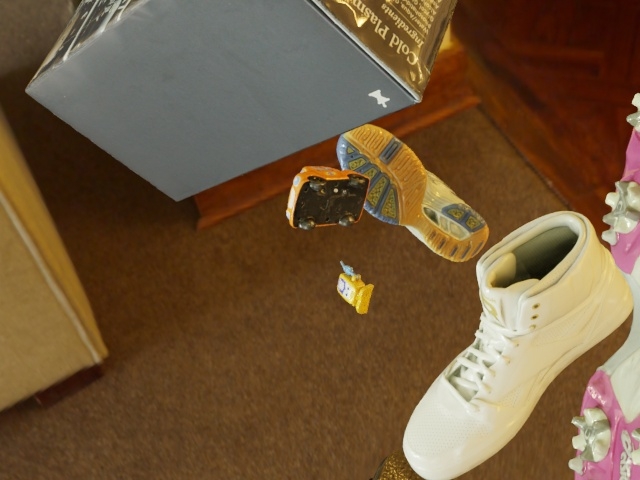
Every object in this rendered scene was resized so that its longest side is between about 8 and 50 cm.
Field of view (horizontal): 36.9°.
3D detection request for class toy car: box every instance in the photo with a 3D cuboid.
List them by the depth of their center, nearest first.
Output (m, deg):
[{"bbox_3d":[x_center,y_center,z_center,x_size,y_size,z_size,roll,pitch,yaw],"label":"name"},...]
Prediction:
[{"bbox_3d":[0.000,0.000,0.633,0.060,0.122,0.040,-23,41,-26],"label":"toy car"}]

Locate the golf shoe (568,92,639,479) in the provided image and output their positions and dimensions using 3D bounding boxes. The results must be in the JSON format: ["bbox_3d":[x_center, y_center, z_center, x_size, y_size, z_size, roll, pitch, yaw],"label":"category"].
[{"bbox_3d":[0.210,0.023,0.452,0.140,0.115,0.306,8,96,-12],"label":"golf shoe"}]

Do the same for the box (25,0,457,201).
[{"bbox_3d":[-0.042,-0.237,0.808,0.343,0.179,0.312,-17,44,50],"label":"box"}]

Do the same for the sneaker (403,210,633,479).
[{"bbox_3d":[0.165,0.095,0.932,0.292,0.169,0.108,-45,46,-1],"label":"sneaker"}]

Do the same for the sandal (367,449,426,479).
[{"bbox_3d":[0.068,0.296,1.078,0.067,0.040,0.179,52,40,4],"label":"sandal"}]

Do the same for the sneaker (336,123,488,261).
[{"bbox_3d":[0.126,-0.077,1.481,0.112,0.296,0.131,-46,26,6],"label":"sneaker"}]
